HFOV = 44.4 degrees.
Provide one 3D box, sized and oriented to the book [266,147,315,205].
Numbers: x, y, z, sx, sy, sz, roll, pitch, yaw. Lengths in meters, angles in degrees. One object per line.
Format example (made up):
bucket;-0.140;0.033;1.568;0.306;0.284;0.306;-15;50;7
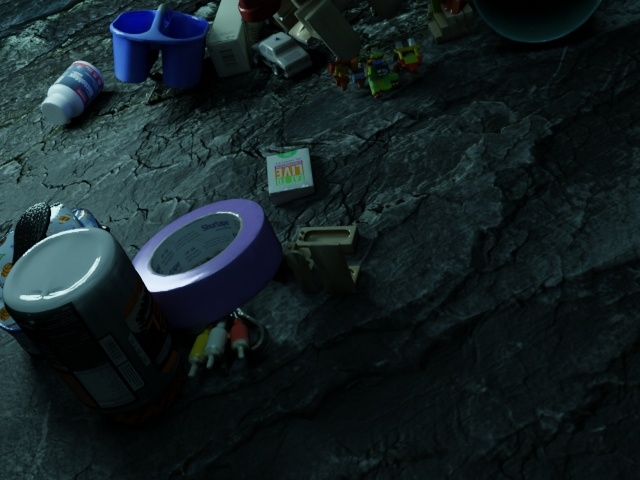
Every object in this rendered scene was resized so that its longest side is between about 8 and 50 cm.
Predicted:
book;-0.064;-0.140;1.683;0.096;0.035;0.144;-13;40;4

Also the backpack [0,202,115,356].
backpack;-0.509;0.081;1.510;0.263;0.213;0.276;-39;46;-4

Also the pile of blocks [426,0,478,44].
pile of blocks;0.343;-0.646;1.992;0.149;0.112;0.362;1;45;24

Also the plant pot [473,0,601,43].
plant pot;0.495;-0.626;1.788;0.293;0.293;0.235;-6;28;17

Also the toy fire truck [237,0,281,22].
toy fire truck;-0.083;-0.636;1.765;0.254;0.169;0.302;-11;45;15

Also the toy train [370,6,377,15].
toy train;0.190;-0.660;2.138;0.158;0.027;0.036;-40;41;-21

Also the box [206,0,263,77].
box;-0.232;-0.572;2.161;0.094;0.113;0.275;-8;44;14

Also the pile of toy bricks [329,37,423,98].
pile of toy bricks;0.132;-0.382;1.823;0.212;0.118;0.105;-14;75;-8

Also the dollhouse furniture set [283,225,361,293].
dollhouse furniture set;0.000;0.000;1.428;0.144;0.123;0.151;-1;45;22

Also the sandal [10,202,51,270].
sandal;-0.519;0.019;1.409;0.067;0.040;0.179;-2;70;21

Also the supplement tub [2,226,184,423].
supplement tub;-0.351;0.148;1.271;0.194;0.316;0.193;-11;42;10

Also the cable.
cable;-0.164;0.125;1.400;0.140;0.072;0.287;-19;41;9

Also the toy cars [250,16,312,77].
toy cars;-0.101;-0.572;2.110;0.177;0.087;0.393;-5;43;11

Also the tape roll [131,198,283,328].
tape roll;-0.211;0.038;1.448;0.275;0.090;0.274;-18;31;11

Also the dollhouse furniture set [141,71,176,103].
dollhouse furniture set;-0.445;-0.407;2.150;0.081;0.091;0.114;-59;11;16

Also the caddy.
caddy;-0.420;-0.529;2.062;0.241;0.179;0.341;5;26;-6

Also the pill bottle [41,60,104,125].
pill bottle;-0.691;-0.406;2.177;0.108;0.108;0.180;3;47;26

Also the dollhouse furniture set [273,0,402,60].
dollhouse furniture set;0.108;-0.597;1.873;0.394;0.256;0.362;-45;33;1
